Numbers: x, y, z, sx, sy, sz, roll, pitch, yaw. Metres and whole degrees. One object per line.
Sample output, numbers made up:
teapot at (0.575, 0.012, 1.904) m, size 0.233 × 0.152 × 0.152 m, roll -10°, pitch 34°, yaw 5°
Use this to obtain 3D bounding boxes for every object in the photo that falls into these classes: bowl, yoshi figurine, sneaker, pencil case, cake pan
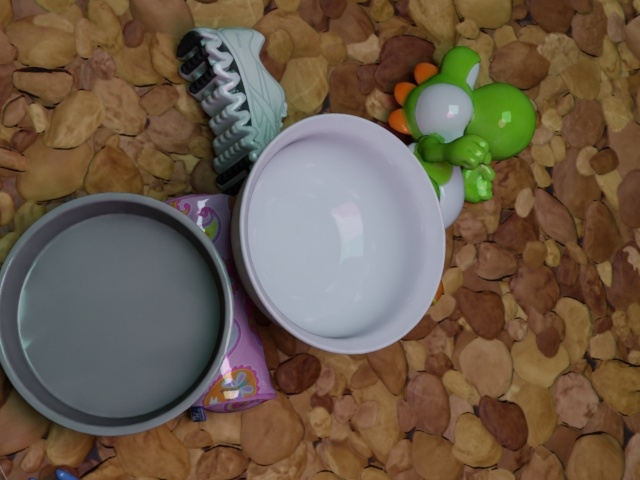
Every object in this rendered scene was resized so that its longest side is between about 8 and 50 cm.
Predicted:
bowl at (0.000, 0.000, 1.944) m, size 0.298 × 0.134 × 0.297 m, roll 6°, pitch 78°, yaw -31°
yoshi figurine at (0.192, -0.094, 2.140) m, size 0.203 × 0.204 × 0.362 m, roll 34°, pitch 64°, yaw -34°
sneaker at (-0.087, -0.148, 2.057) m, size 0.118 × 0.110 × 0.292 m, roll -15°, pitch 87°, yaw -36°
pencil case at (-0.138, 0.082, 1.977) m, size 0.124 × 0.124 × 0.284 m, roll -8°, pitch 84°, yaw -27°
cake pan at (-0.248, 0.089, 1.891) m, size 0.293 × 0.054 × 0.293 m, roll 0°, pitch 83°, yaw 3°

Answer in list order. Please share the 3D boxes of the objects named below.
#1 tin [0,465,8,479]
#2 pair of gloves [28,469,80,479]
tin at (-0.429, 0.287, 1.839) m, size 0.106 × 0.040 × 0.189 m, roll -27°, pitch 93°, yaw -31°
pair of gloves at (-0.311, 0.380, 1.865) m, size 0.159 × 0.023 × 0.198 m, roll 29°, pitch 67°, yaw -34°
